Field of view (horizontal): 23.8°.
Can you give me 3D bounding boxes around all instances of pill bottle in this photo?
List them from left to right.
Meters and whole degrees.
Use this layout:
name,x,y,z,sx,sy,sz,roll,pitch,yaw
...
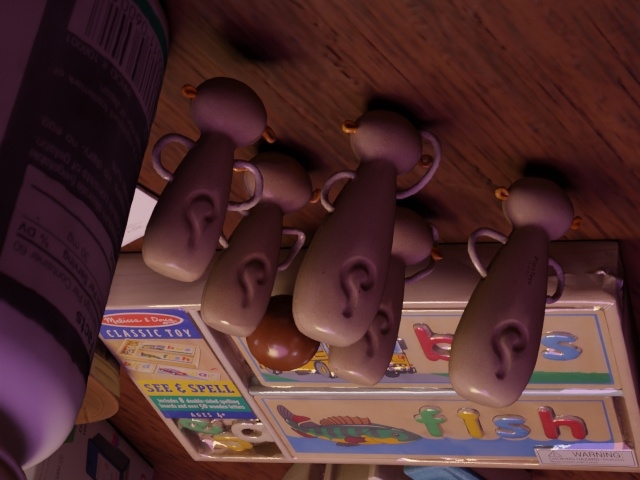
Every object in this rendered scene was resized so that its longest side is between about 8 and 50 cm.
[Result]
name,x,y,z,sx,sy,sz,roll,pitch,yaw
pill bottle,-0.214,0.005,0.828,0.204,0.361,0.204,7,147,5

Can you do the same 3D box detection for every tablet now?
name,x,y,z,sx,sy,sz,roll,pitch,yaw
tablet,-0.146,-0.018,1.107,0.054,0.006,0.083,33,141,-31

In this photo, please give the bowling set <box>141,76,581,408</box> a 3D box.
name,x,y,z,sx,sy,sz,roll,pitch,yaw
bowling set,0.000,0.000,1.000,0.287,0.154,0.200,25,163,-20

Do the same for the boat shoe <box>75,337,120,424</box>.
name,x,y,z,sx,sy,sz,roll,pitch,yaw
boat shoe,-0.240,0.039,1.146,0.105,0.089,0.285,-10,142,17

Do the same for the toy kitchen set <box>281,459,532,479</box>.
name,x,y,z,sx,sy,sz,roll,pitch,yaw
toy kitchen set,0.066,0.277,1.359,0.207,0.166,0.122,-20,137,39

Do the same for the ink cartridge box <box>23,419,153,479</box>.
name,x,y,z,sx,sy,sz,roll,pitch,yaw
ink cartridge box,-0.244,0.235,1.391,0.093,0.154,0.212,-5,144,18

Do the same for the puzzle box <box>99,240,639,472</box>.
name,x,y,z,sx,sy,sz,roll,pitch,yaw
puzzle box,0.047,0.098,1.193,0.409,0.052,0.272,-2,145,18
